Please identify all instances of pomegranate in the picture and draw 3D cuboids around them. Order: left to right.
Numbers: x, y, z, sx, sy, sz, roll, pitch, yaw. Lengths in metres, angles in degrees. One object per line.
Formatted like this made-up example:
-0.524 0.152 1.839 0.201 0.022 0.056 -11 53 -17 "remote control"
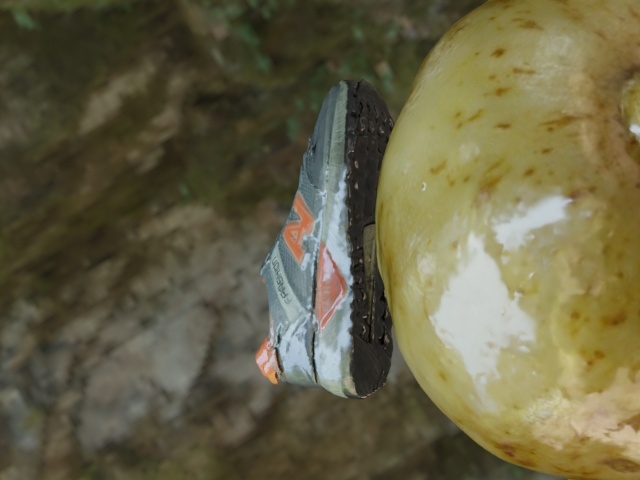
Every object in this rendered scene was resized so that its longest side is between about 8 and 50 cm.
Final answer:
0.129 -0.012 0.759 0.215 0.215 0.215 58 176 6 "pomegranate"

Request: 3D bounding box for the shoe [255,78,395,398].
0.000 -0.002 1.114 0.074 0.077 0.194 21 -112 -61 "shoe"
